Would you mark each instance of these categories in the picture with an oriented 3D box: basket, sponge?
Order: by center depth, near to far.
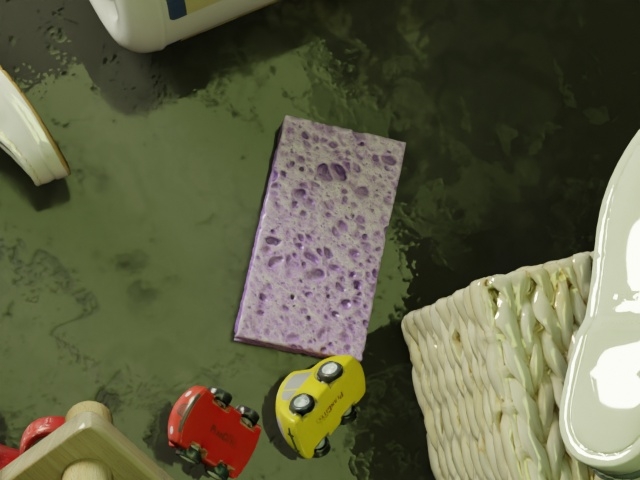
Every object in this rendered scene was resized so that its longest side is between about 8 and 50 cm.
[{"bbox_3d":[0.246,0.165,1.197,0.266,0.328,0.331,-10,83,-9],"label":"basket"},{"bbox_3d":[0.000,0.000,1.330,0.117,0.031,0.210,13,79,-7],"label":"sponge"}]

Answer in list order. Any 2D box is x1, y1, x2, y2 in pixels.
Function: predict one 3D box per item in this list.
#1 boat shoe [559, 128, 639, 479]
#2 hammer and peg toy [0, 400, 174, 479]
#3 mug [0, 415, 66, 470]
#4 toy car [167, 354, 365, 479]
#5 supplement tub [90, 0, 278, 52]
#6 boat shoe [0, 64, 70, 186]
[{"bbox_3d":[0.259,0.025,1.029,0.099,0.116,0.319,37,67,-39],"label":"boat shoe"},{"bbox_3d":[-0.222,0.242,1.088,0.266,0.127,0.361,-37,118,13],"label":"hammer and peg toy"},{"bbox_3d":[-0.196,0.230,1.207,0.169,0.150,0.113,14,54,-12],"label":"mug"},{"bbox_3d":[-0.058,0.213,1.248,0.239,0.053,0.225,-7,107,-51],"label":"toy car"},{"bbox_3d":[-0.066,-0.318,1.268,0.316,0.228,0.228,-25,86,-13],"label":"supplement tub"},{"bbox_3d":[-0.331,-0.136,1.266,0.096,0.098,0.277,-42,81,-13],"label":"boat shoe"}]
